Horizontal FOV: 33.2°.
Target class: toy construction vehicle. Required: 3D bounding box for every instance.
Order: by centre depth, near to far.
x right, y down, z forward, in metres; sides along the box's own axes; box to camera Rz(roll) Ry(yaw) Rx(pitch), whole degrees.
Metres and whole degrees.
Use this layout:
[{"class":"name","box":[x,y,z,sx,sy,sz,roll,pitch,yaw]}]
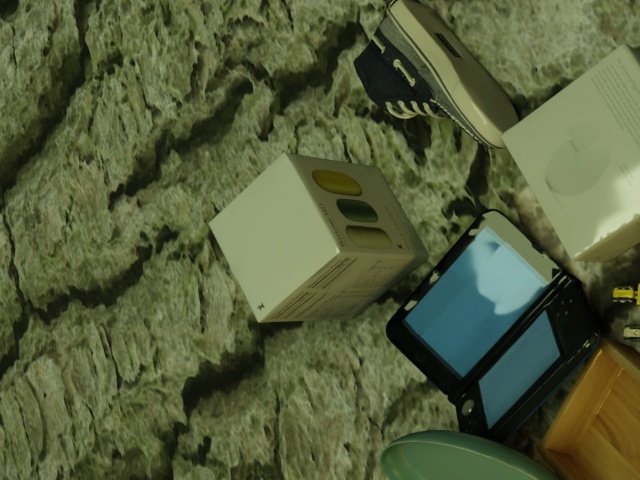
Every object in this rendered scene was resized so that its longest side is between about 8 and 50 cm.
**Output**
[{"class":"toy construction vehicle","box":[0.476,0.107,1.564,0.098,0.035,0.085,-2,75,34]}]

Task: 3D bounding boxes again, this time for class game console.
[{"class":"game console","box":[0.249,0.145,1.634,0.293,0.173,0.250,-52,16,23]}]

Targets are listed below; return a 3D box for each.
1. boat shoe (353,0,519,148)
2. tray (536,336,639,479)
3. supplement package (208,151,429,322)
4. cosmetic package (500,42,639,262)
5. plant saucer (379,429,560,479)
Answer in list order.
[{"class":"boat shoe","box":[0.184,-0.237,1.756,0.158,0.127,0.340,-51,52,31]},{"class":"tray","box":[0.462,0.320,1.425,0.202,0.076,0.411,-65,29,15]},{"class":"supplement package","box":[0.000,0.000,1.778,0.198,0.263,0.199,-41,65,28]},{"class":"cosmetic package","box":[0.425,-0.120,1.544,0.225,0.138,0.224,-38,66,31]},{"class":"plant saucer","box":[0.243,0.364,1.590,0.318,0.317,0.043,3,53,37]}]
